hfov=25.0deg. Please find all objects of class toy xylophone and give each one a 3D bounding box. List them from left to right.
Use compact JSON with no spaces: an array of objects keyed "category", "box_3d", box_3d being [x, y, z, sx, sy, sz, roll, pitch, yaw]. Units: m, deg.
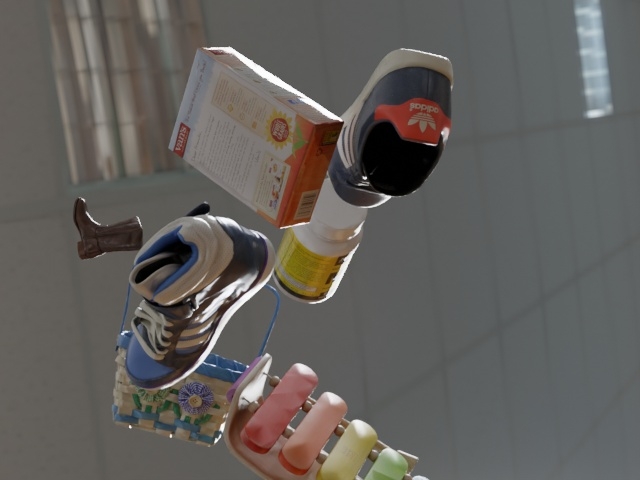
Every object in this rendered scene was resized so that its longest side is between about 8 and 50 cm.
[{"category":"toy xylophone","box_3d":[0.025,0.261,1.775,0.081,0.323,0.236,-56,3,27]}]

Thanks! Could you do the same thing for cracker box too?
[{"category":"cracker box","box_3d":[-0.090,-0.141,1.931,0.067,0.232,0.155,-12,-50,-48]}]

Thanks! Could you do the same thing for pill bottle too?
[{"category":"pill bottle","box_3d":[0.000,0.000,2.305,0.208,0.119,0.119,114,169,-53]}]

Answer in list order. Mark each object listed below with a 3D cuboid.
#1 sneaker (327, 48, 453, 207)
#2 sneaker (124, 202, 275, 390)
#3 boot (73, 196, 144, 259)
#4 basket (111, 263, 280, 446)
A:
[{"category":"sneaker","box_3d":[0.082,-0.104,1.911,0.350,0.131,0.148,112,163,-62]},{"category":"sneaker","box_3d":[-0.231,0.087,2.086,0.130,0.323,0.236,54,-160,26]},{"category":"boot","box_3d":[-0.331,-0.027,2.280,0.037,0.114,0.106,18,-118,-70]},{"category":"basket","box_3d":[-0.218,0.188,2.417,0.201,0.255,0.288,125,158,-85]}]
